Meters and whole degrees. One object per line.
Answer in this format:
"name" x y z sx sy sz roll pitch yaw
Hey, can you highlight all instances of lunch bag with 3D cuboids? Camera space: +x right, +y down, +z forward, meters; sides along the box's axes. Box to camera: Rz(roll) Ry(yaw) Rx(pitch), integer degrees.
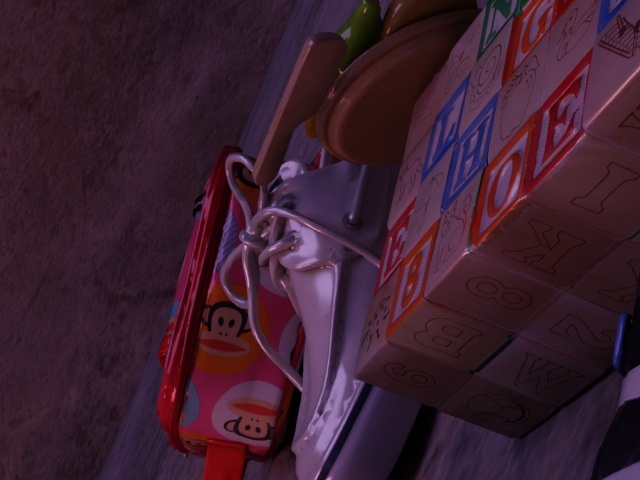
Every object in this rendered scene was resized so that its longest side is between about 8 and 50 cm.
"lunch bag" -0.061 0.082 1.015 0.293 0.120 0.258 104 177 -74

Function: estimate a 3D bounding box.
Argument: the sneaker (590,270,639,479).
"sneaker" 0.132 0.011 0.315 0.217 0.079 0.121 127 161 -61

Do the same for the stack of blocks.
"stack of blocks" 0.120 -0.058 0.502 0.297 0.087 0.171 126 163 -56

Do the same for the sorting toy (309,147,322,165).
"sorting toy" 0.020 -0.082 1.260 0.061 0.042 0.102 -50 2 14

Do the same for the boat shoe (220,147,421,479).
"boat shoe" 0.003 -0.006 0.816 0.136 0.156 0.367 125 164 -55

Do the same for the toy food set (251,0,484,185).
"toy food set" 0.053 -0.091 0.677 0.038 0.192 0.132 64 147 26
